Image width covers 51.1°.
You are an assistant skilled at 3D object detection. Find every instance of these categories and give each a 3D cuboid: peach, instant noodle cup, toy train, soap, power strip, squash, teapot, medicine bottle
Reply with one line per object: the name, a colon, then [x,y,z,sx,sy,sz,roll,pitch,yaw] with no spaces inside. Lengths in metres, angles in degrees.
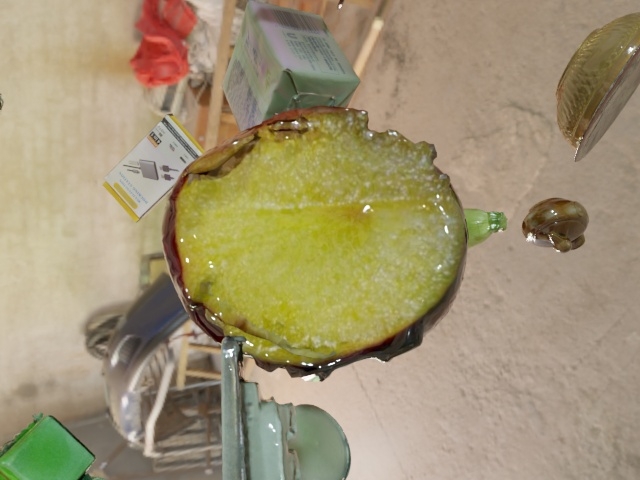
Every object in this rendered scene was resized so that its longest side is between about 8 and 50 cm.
peach: [0.000,0.000,0.902,0.417,0.353,0.339,6,98,51]
instant noodle cup: [0.448,-0.262,1.064,0.091,0.274,0.274,37,134,21]
toy train: [-0.375,0.358,0.868,0.188,0.132,0.243,45,114,-4]
soap: [-0.056,-0.247,1.075,0.182,0.138,0.199,-61,41,40]
power strip: [-0.050,0.182,0.586,0.213,0.065,0.198,116,150,-80]
squash: [0.175,-0.002,1.276,0.371,0.118,0.118,-9,89,43]
teapot: [0.371,-0.015,1.041,0.098,0.129,0.078,-30,58,29]
medicine bottle: [-0.044,0.353,1.076,0.143,0.147,0.147,-42,58,38]

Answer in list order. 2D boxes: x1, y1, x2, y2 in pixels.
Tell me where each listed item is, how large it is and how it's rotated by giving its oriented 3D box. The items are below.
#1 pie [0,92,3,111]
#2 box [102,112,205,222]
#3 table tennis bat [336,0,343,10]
pie: [-0.495,-0.205,0.739,0.071,0.306,0.306,-51,45,15]
box: [-0.383,-0.159,1.526,0.247,0.033,0.129,-41,93,15]
table tennis bat: [0.051,-0.454,1.177,0.156,0.013,0.087,-75,9,-59]
